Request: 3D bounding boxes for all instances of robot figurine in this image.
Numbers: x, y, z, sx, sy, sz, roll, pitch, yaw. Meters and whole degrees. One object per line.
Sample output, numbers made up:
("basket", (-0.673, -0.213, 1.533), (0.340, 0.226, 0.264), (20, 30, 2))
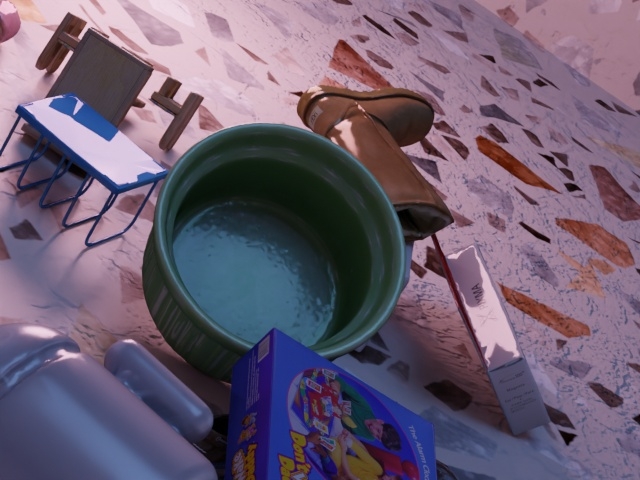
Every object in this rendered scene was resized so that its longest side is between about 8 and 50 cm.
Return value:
("robot figurine", (-0.236, 0.213, 1.490), (0.353, 0.200, 0.300), (40, 55, 15))

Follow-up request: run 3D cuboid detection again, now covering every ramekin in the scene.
("ramekin", (-0.065, 0.027, 1.948), (0.303, 0.148, 0.303), (9, 62, -17))

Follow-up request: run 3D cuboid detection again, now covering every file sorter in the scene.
("file sorter", (-0.302, -0.087, 2.061), (0.170, 0.104, 0.118), (39, 26, 14))

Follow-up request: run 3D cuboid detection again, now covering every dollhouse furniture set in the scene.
("dollhouse furniture set", (-0.300, -0.189, 2.263), (0.212, 0.161, 0.242), (33, 3, 0))

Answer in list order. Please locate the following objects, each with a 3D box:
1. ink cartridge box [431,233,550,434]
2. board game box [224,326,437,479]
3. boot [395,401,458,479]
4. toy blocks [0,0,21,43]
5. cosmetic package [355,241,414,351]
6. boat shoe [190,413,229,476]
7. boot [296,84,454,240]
("ink cartridge box", (0.219, 0.090, 2.240), (0.275, 0.060, 0.239), (-105, 173, -55))
("board game box", (0.015, 0.279, 1.703), (0.233, 0.078, 0.347), (33, 32, -22))
("boot", (0.119, 0.256, 2.005), (0.114, 0.037, 0.106), (29, 38, 0))
("toy blocks", (-0.510, -0.463, 2.288), (0.309, 0.289, 0.260), (29, 32, -1))
("cosmetic package", (0.000, 0.000, 2.209), (0.224, 0.138, 0.225), (30, 24, -6))
("boat shoe", (-0.075, 0.218, 1.817), (0.183, 0.066, 0.066), (-3, 43, -51))
("boot", (0.109, -0.102, 2.267), (0.236, 0.089, 0.269), (-1, 39, -32))
